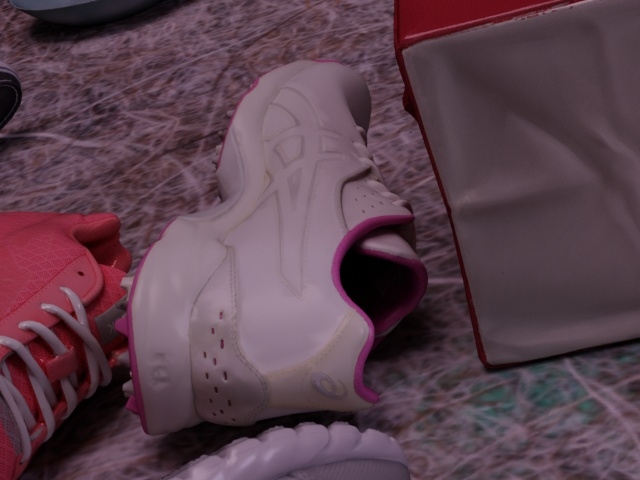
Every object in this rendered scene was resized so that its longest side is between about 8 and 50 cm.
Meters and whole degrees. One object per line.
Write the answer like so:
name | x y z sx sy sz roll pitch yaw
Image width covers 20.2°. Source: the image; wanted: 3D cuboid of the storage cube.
storage cube | 0.145 -0.073 0.906 0.215 0.184 0.193 -13 26 8

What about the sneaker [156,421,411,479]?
sneaker | -0.058 0.152 0.676 0.281 0.115 0.105 -19 -10 -47

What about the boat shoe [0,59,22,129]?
boat shoe | -0.297 -0.062 1.317 0.076 0.080 0.228 28 43 33

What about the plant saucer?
plant saucer | -0.189 -0.235 1.657 0.195 0.037 0.195 -14 23 6

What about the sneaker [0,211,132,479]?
sneaker | -0.159 0.051 0.924 0.136 0.116 0.314 -14 24 2

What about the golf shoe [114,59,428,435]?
golf shoe | 0.000 0.000 0.961 0.140 0.115 0.306 3 35 17
